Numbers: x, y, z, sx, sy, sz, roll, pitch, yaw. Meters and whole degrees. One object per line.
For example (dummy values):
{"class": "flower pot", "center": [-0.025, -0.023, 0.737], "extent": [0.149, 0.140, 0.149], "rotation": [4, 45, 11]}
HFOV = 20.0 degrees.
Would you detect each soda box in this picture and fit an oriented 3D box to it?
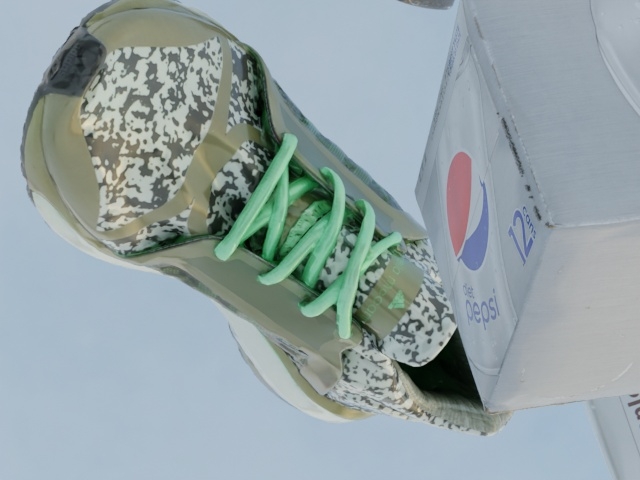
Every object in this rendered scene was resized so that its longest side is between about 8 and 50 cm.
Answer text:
{"class": "soda box", "center": [0.180, -0.026, 0.552], "extent": [0.098, 0.286, 0.091], "rotation": [100, -20, -53]}

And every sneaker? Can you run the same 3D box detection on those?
{"class": "sneaker", "center": [0.000, 0.000, 1.034], "extent": [0.182, 0.158, 0.410], "rotation": [21, -13, 40]}

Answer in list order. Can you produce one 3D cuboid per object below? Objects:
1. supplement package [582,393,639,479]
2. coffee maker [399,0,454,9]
{"class": "supplement package", "center": [0.184, 0.017, 0.724], "extent": [0.179, 0.105, 0.105], "rotation": [-19, -85, 7]}
{"class": "coffee maker", "center": [0.088, -0.257, 1.288], "extent": [0.171, 0.120, 0.178], "rotation": [49, -62, 47]}
